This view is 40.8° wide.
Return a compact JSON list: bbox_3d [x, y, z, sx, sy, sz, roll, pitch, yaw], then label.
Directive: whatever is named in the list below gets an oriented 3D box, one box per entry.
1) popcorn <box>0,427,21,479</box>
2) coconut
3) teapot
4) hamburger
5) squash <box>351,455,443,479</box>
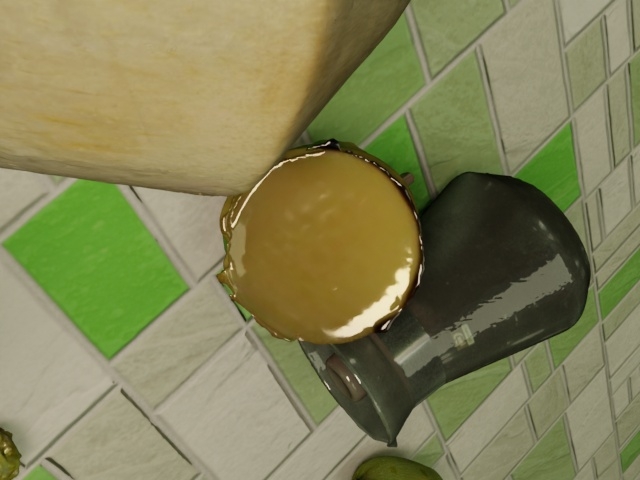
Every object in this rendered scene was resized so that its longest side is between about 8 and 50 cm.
[{"bbox_3d":[-0.338,0.223,0.859,0.083,0.059,0.068,-41,173,16],"label":"popcorn"},{"bbox_3d":[-0.115,-0.218,0.575,0.415,0.344,0.415,-8,131,-10],"label":"coconut"},{"bbox_3d":[0.146,0.066,1.116,0.344,0.253,0.300,-35,102,-17],"label":"teapot"},{"bbox_3d":[0.000,0.000,0.946,0.237,0.149,0.237,-1,101,-3],"label":"hamburger"},{"bbox_3d":[0.114,0.402,1.382,0.187,0.123,0.123,34,89,-46],"label":"squash"}]
